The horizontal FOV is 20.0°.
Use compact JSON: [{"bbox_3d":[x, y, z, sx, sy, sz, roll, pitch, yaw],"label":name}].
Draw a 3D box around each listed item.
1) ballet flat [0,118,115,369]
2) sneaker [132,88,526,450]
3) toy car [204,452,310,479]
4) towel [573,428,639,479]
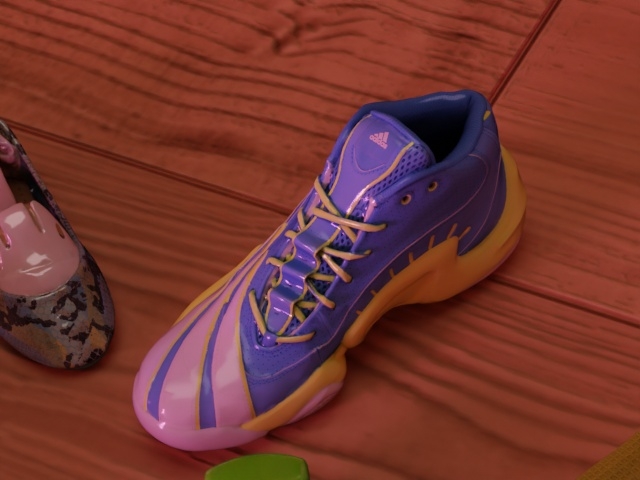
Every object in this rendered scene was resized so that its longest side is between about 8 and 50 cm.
[{"bbox_3d":[-0.168,-0.008,0.973,0.070,0.070,0.188,-27,50,-17],"label":"ballet flat"},{"bbox_3d":[0.000,0.000,0.899,0.240,0.126,0.091,-35,52,-24],"label":"sneaker"},{"bbox_3d":[-0.015,0.193,0.773,0.239,0.053,0.225,-7,46,0],"label":"toy car"},{"bbox_3d":[0.149,0.138,0.823,0.237,0.021,0.102,-33,52,-22],"label":"towel"}]
